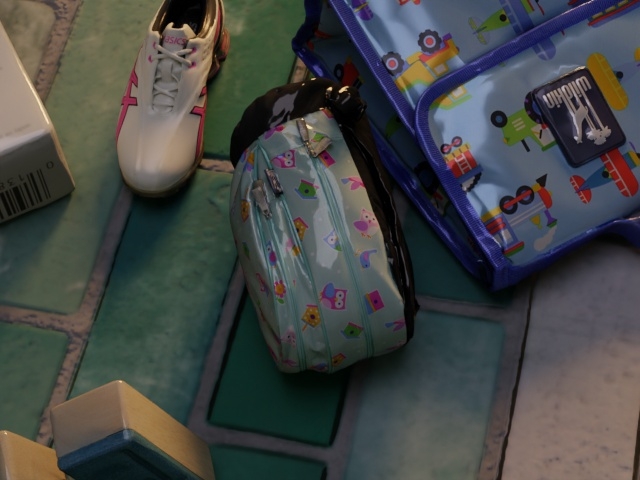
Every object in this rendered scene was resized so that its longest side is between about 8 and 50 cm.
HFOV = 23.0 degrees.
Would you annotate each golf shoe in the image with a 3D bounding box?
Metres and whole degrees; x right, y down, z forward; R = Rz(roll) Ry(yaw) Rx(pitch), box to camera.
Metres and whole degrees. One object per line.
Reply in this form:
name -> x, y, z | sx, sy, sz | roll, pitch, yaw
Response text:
golf shoe -> -0.116, -0.120, 1.176 | 0.067, 0.086, 0.186 | 6, 59, 7

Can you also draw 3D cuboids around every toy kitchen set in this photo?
toy kitchen set -> -0.170, 0.214, 0.968 | 0.207, 0.122, 0.166 | -24, 56, 13

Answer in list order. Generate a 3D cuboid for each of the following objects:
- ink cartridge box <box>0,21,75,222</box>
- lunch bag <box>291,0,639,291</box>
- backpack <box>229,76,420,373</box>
ink cartridge box -> -0.404, -0.137, 1.201 | 0.308, 0.091, 0.385 | -25, 60, -10
lunch bag -> 0.149, -0.109, 1.141 | 0.221, 0.138, 0.293 | -29, 72, -15
backpack -> 0.000, 0.000, 1.067 | 0.115, 0.152, 0.182 | -17, 70, 0
